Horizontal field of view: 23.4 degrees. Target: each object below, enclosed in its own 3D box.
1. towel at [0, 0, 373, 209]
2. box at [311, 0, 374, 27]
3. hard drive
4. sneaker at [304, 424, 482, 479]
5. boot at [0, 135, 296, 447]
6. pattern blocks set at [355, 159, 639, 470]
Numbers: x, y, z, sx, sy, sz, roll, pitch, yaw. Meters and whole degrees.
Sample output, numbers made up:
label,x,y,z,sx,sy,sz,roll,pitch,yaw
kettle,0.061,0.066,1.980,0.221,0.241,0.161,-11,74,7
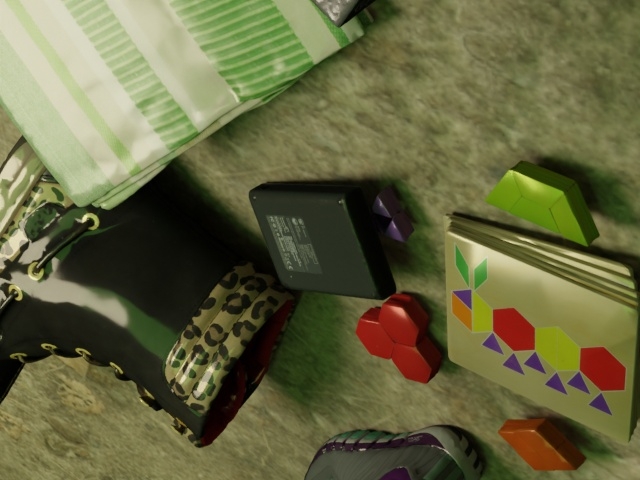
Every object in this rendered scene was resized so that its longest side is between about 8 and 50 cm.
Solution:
label,x,y,z,sx,sy,sz,roll,pitch,yaw
towel,-0.143,-0.183,1.193,0.325,0.038,0.248,-29,101,35
box,0.042,-0.278,0.917,0.163,0.142,0.247,45,141,3
hard drive,0.000,0.000,1.264,0.135,0.022,0.094,5,120,54
sneaker,0.039,0.223,1.376,0.223,0.098,0.083,-25,103,51
boot,-0.205,0.092,1.433,0.284,0.138,0.377,36,118,11
pattern blocks set,0.165,0.063,1.173,0.325,0.026,0.285,31,140,27
